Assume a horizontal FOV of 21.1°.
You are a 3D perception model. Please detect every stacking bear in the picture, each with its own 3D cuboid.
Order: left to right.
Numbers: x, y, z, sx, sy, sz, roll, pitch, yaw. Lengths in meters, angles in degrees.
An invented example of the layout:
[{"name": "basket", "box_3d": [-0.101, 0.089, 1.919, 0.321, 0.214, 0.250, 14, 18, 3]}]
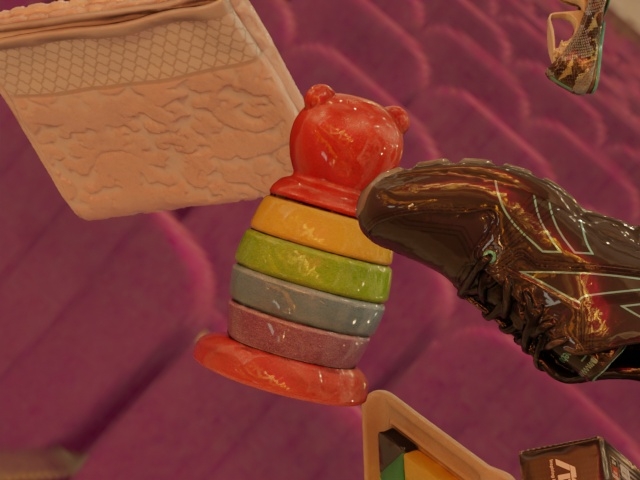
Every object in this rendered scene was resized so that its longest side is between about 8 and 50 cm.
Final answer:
[{"name": "stacking bear", "box_3d": [0.000, 0.000, 1.649, 0.175, 0.289, 0.164, 14, 2, -9]}]

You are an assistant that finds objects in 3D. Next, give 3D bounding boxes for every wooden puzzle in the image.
[{"name": "wooden puzzle", "box_3d": [0.118, 0.297, 1.814, 0.044, 0.221, 0.238, -17, 26, -30]}]

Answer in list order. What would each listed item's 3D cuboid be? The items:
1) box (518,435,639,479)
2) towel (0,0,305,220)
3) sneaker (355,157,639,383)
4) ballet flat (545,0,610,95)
[{"name": "box", "box_3d": [0.217, 0.271, 1.210, 0.270, 0.060, 0.216, 39, 41, -60]}, {"name": "towel", "box_3d": [-0.183, -0.144, 1.890, 0.317, 0.331, 0.053, 61, 32, -45]}, {"name": "sneaker", "box_3d": [0.148, 0.026, 1.099, 0.267, 0.106, 0.101, 16, -25, 1]}, {"name": "ballet flat", "box_3d": [0.272, -0.240, 1.799, 0.070, 0.070, 0.188, 34, 57, -31]}]
